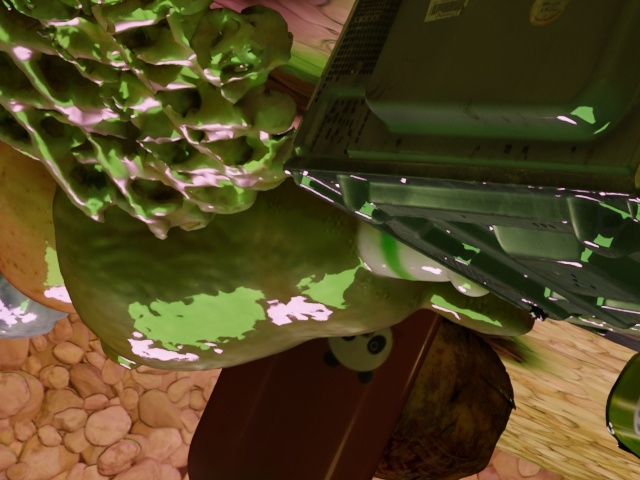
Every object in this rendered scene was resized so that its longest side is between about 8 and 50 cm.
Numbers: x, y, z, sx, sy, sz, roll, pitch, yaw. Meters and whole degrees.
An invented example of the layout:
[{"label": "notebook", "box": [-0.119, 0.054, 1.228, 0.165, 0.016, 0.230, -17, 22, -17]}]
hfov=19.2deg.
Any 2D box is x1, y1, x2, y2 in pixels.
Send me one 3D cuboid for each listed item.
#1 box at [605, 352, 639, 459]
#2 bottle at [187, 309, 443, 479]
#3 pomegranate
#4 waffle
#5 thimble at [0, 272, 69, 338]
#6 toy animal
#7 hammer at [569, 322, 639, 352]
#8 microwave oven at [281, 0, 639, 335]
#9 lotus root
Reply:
[{"label": "box", "box": [0.371, 0.159, 1.428, 0.134, 0.097, 0.345, 38, 166, -27]}, {"label": "bottle", "box": [-0.012, 0.118, 1.401, 0.144, 0.336, 0.144, 24, 170, 4]}, {"label": "pomegranate", "box": [-0.168, -0.037, 1.435, 0.191, 0.191, 0.191, 23, 171, 4]}, {"label": "waffle", "box": [-0.151, -0.117, 1.030, 0.317, 0.073, 0.297, 37, 160, 0]}, {"label": "thimble", "box": [-0.281, -0.037, 1.607, 0.172, 0.205, 0.250, 22, -155, -28]}, {"label": "toy animal", "box": [-0.005, -0.017, 1.214, 0.363, 0.180, 0.181, -10, 159, 34]}, {"label": "hammer", "box": [0.216, 0.038, 1.320, 0.111, 0.033, 0.288, 21, 171, 13]}, {"label": "microwave oven", "box": [0.119, -0.045, 0.714, 0.194, 0.145, 0.240, 25, 172, -28]}, {"label": "lotus root", "box": [0.069, 0.143, 1.855, 0.195, 0.179, 0.397, 18, 170, 24]}]
